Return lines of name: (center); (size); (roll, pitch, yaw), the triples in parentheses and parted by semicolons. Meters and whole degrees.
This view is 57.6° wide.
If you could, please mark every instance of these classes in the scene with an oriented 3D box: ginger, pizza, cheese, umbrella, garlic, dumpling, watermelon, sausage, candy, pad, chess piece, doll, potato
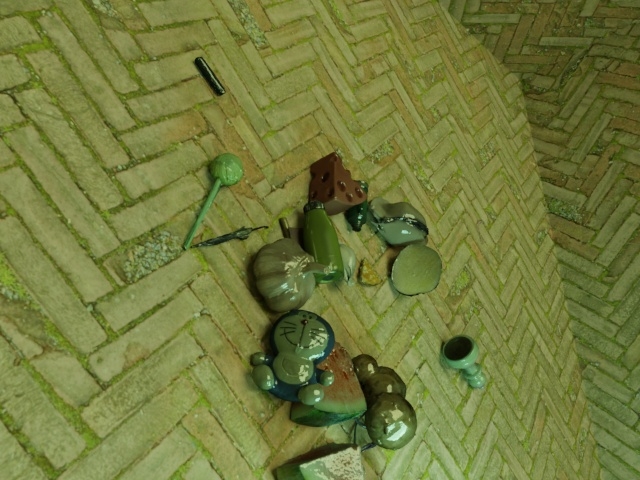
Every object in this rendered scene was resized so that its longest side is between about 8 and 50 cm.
ginger: (0.190, 0.489, 1.777); (0.244, 0.155, 0.304); (41, 14, -39)
pizza: (0.170, 0.112, 2.063); (0.123, 0.026, 0.109); (5, 66, -44)
cheese: (0.062, -0.166, 2.006); (0.177, 0.128, 0.203); (31, 47, -38)
umbrella: (-0.257, -0.010, 1.643); (0.269, 0.044, 0.044); (-16, 111, -42)
garlic: (-0.069, 0.088, 1.662); (0.218, 0.212, 0.219); (26, 55, -46)
dumpling: (0.070, 0.073, 1.918); (0.188, 0.108, 0.127); (67, 8, 23)
watermelon: (0.018, 0.404, 1.690); (0.193, 0.140, 0.257); (24, 46, -34)
sausage: (-0.099, -0.010, 1.819); (0.024, 0.024, 0.132); (-8, 77, -50)
dumpling: (0.312, -0.085, 2.220); (0.293, 0.163, 0.204); (29, 56, -22)
watermelon: (0.023, 0.654, 1.570); (0.310, 0.193, 0.232); (43, 63, -8)
candy: (-0.306, -0.109, 1.612); (0.092, 0.093, 0.335); (16, 59, 8)
pad: (-0.050, 0.047, 1.839); (0.113, 0.006, 0.188); (3, 69, -63)
umbrella: (-0.337, -0.505, 1.784); (0.133, 0.031, 0.036); (55, 42, -15)
chess piece: (0.590, 0.504, 2.291); (0.272, 0.139, 0.139); (56, 39, -31)
doll: (-0.061, 0.312, 1.593); (0.154, 0.228, 0.258); (87, 19, -64)
potato: (0.357, 0.120, 2.194); (0.182, 0.117, 0.202); (17, 80, 5)

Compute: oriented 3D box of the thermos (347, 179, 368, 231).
thermos: (0.139, -0.121, 2.096); (0.073, 0.083, 0.188); (30, 53, -40)

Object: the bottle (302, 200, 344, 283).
bottle: (0.000, 0.000, 1.839); (0.112, 0.112, 0.260); (13, 57, -45)

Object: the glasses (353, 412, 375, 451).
glasses: (0.131, 0.589, 1.790); (0.140, 0.062, 0.104); (-1, 51, -49)
